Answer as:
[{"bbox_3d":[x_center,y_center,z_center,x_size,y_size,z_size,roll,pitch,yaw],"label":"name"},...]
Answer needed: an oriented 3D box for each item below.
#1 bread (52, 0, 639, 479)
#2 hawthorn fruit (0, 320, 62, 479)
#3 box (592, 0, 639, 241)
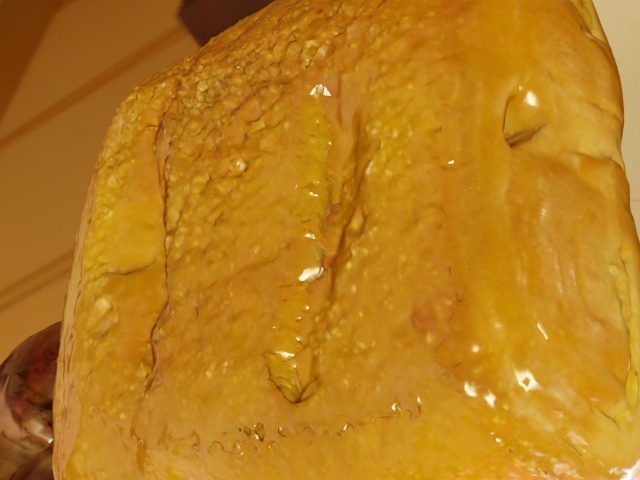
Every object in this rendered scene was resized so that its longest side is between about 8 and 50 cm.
[{"bbox_3d":[-0.005,-0.003,0.741,0.148,0.337,0.328,29,-127,-44],"label":"bread"},{"bbox_3d":[-0.073,0.203,1.008,0.369,0.285,0.284,41,-149,-34],"label":"hawthorn fruit"},{"bbox_3d":[0.285,-0.045,1.054,0.257,0.349,0.318,-13,-73,-46],"label":"box"}]
